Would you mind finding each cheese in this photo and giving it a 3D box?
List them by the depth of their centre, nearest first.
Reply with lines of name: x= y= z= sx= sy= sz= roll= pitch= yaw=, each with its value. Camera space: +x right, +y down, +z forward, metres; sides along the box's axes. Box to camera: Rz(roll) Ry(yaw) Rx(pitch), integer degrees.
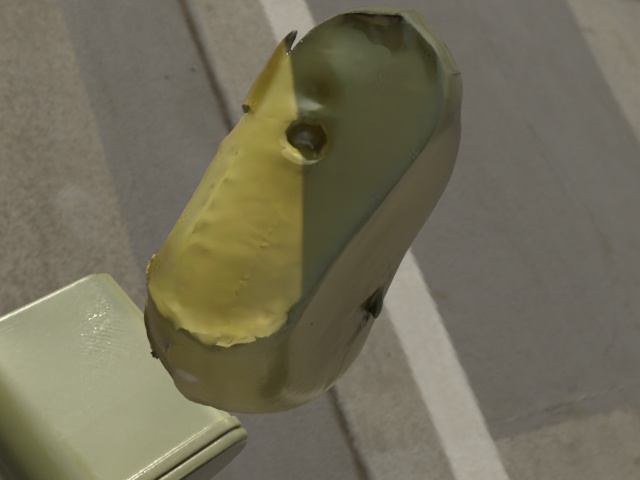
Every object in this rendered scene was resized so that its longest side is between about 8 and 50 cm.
cheese: x=0.000 y=0.000 z=0.696 sx=0.128 sy=0.316 sz=0.259 roll=38 pitch=82 yaw=9

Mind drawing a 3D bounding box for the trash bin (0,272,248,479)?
trash bin: x=-0.238 y=0.179 z=1.094 sx=0.247 sy=0.121 sz=0.243 roll=48 pitch=47 yaw=14
